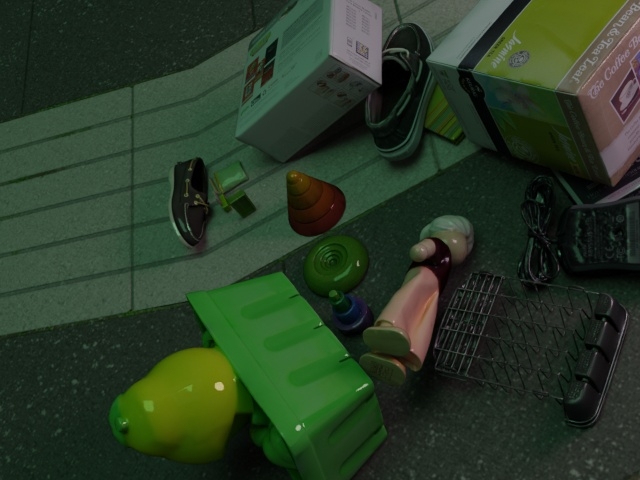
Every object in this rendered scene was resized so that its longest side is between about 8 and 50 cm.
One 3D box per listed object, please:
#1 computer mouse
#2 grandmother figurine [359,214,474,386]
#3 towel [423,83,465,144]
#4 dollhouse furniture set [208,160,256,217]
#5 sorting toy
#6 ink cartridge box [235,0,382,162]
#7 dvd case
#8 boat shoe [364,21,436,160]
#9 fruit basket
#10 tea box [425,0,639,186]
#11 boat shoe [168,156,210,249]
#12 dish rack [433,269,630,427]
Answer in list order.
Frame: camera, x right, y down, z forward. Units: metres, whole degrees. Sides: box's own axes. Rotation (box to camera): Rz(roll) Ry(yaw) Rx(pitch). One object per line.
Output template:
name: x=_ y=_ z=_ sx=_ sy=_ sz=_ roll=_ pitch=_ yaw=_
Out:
computer mouse: x=0.454 y=-0.011 z=1.461 sx=0.272 sy=0.072 sz=0.188 roll=1 pitch=79 yaw=35
grandmother figurine: x=0.166 y=0.079 z=1.484 sx=0.104 sy=0.208 sz=0.342 roll=26 pitch=47 yaw=10
towel: x=0.207 y=-0.266 z=1.805 sx=0.102 sy=0.021 sz=0.237 roll=-47 pitch=50 yaw=-12
dollhouse furniture set: x=-0.184 y=-0.114 z=1.880 sx=0.076 sy=0.058 sz=0.151 roll=-32 pitch=50 yaw=4
sorting toy: x=0.000 y=0.000 z=1.663 sx=0.127 sy=0.126 sz=0.365 roll=-26 pitch=50 yaw=9
ink cartridge box: x=-0.022 y=-0.353 z=1.828 sx=0.309 sy=0.130 sz=0.272 roll=-33 pitch=42 yaw=43
dvd case: x=0.476 y=-0.158 z=1.582 sx=0.179 sy=0.029 sz=0.238 roll=-31 pitch=49 yaw=6
boat shoe: x=0.154 y=-0.313 z=1.772 sx=0.121 sy=0.119 sz=0.335 roll=-8 pitch=53 yaw=21
fruit basket: x=-0.132 y=0.257 z=1.450 sx=0.392 sy=0.283 sz=0.392 roll=-7 pitch=47 yaw=8
tea box: x=0.423 y=-0.310 z=1.544 sx=0.329 sy=0.220 sz=0.323 roll=-48 pitch=40 yaw=-13
boat shoe: x=-0.263 y=-0.083 z=1.885 sx=0.069 sy=0.081 sz=0.227 roll=-26 pitch=48 yaw=15
dish rack: x=0.316 y=0.154 z=1.429 sx=0.271 sy=0.074 sz=0.208 roll=10 pitch=62 yaw=34
